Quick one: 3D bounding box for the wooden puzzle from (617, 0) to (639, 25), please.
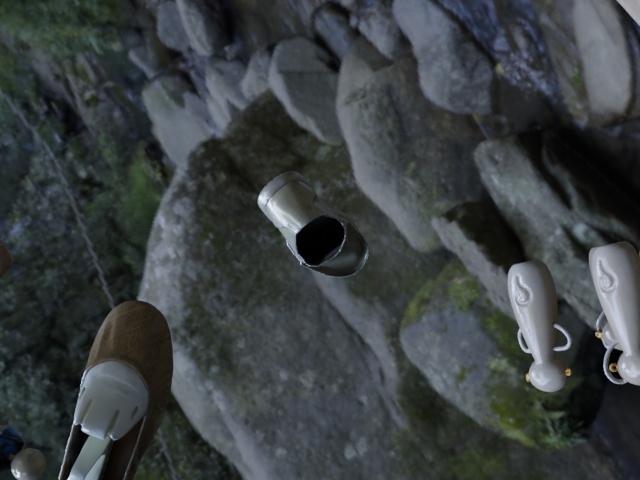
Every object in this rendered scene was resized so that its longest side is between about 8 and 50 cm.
[{"bbox_3d":[0.208,-0.253,0.544,0.221,0.044,0.239,-104,-12,-46],"label":"wooden puzzle"}]

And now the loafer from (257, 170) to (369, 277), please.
[{"bbox_3d":[0.000,0.000,1.204,0.268,0.102,0.092,39,-165,-54],"label":"loafer"}]

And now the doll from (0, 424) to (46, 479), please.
[{"bbox_3d":[-0.399,0.232,0.930,0.189,0.046,0.129,18,-165,5],"label":"doll"}]

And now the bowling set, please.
[{"bbox_3d":[0.375,0.071,0.920,0.287,0.200,0.154,-17,83,52],"label":"bowling set"}]

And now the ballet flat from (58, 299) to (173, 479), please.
[{"bbox_3d":[-0.271,0.243,1.027,0.116,0.342,0.124,23,-162,3],"label":"ballet flat"}]

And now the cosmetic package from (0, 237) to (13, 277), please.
[{"bbox_3d":[-0.340,-0.048,0.548,0.153,0.129,0.296,28,152,14],"label":"cosmetic package"}]
